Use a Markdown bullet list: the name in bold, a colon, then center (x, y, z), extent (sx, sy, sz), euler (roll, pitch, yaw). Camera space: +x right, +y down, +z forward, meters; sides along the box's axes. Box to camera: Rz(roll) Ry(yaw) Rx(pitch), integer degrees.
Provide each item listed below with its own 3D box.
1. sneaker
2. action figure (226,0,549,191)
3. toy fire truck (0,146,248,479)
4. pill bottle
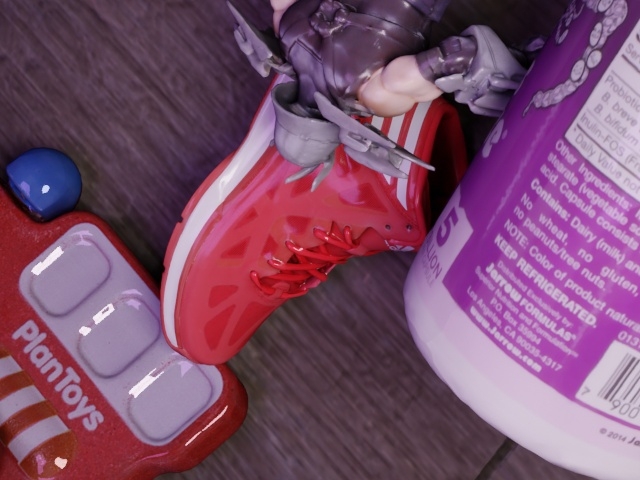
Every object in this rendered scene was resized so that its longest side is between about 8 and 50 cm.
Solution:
- **sneaker**: center (0.000, 0.000, 1.025), extent (0.128, 0.087, 0.221), euler (40, 116, 31)
- **action figure**: center (0.057, -0.145, 0.930), extent (0.185, 0.099, 0.285), euler (40, 106, 32)
- **toy fire truck**: center (-0.218, 0.074, 1.163), extent (0.254, 0.169, 0.302), euler (-39, 63, -4)
- **pill bottle**: center (0.174, -0.052, 0.828), extent (0.169, 0.169, 0.301), euler (44, 118, 28)
